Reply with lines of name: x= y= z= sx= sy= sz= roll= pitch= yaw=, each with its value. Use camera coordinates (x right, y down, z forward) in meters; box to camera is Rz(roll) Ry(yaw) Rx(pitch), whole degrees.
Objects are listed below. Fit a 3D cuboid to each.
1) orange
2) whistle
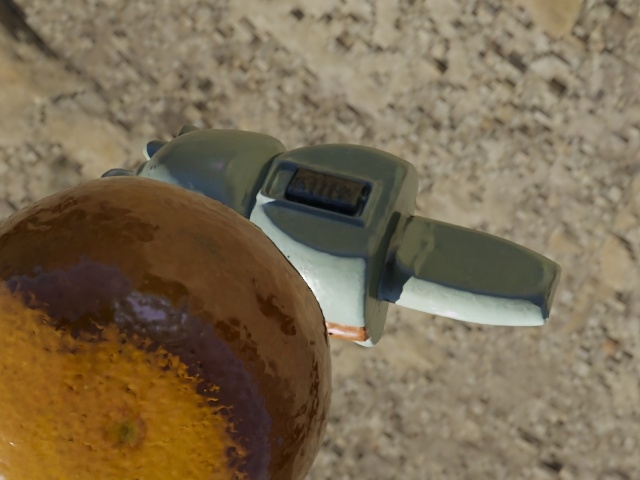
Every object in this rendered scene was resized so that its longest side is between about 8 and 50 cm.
orange: x=-0.073 y=0.051 z=0.665 sx=0.156 sy=0.124 sz=0.156 roll=-2 pitch=106 yaw=-6
whistle: x=0.000 y=-0.002 z=0.913 sx=0.253 sy=0.101 sz=0.106 roll=12 pitch=175 yaw=13
